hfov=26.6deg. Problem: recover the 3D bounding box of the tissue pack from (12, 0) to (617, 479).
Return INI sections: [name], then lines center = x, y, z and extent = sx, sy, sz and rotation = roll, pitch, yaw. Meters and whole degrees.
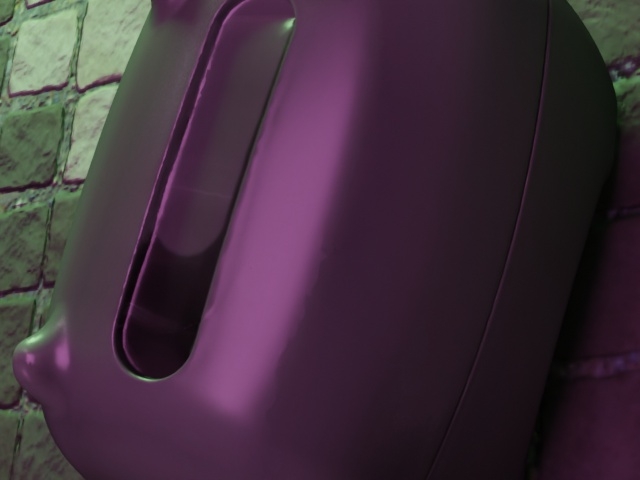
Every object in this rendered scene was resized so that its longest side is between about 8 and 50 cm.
[tissue pack]
center = 0.000, 0.000, 0.698
extent = 0.229, 0.236, 0.333
rotation = 10, 80, 40
